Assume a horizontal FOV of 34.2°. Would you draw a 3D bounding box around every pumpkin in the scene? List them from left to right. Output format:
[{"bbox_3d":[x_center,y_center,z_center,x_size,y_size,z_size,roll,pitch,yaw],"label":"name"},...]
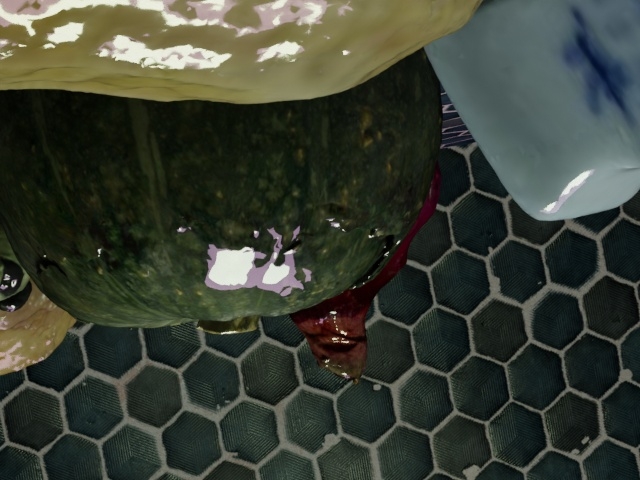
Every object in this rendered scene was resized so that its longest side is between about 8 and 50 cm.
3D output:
[{"bbox_3d":[-0.076,-0.066,0.695,0.291,0.258,0.327,-7,175,-9],"label":"pumpkin"}]

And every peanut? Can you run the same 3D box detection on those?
[{"bbox_3d":[-0.083,-0.127,0.365,0.339,0.158,0.174,-5,-153,-30],"label":"peanut"}]

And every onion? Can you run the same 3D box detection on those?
[{"bbox_3d":[0.000,0.000,1.534,0.398,0.421,0.398,-19,-175,2],"label":"onion"}]

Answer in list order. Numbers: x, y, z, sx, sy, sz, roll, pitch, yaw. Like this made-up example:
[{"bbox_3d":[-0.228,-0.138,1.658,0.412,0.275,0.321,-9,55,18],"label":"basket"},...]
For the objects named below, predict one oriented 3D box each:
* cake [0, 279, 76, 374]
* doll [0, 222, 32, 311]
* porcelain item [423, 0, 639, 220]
[{"bbox_3d":[-0.509,-0.001,1.514,0.332,0.332,0.321,-10,142,-17],"label":"cake"},{"bbox_3d":[-0.352,-0.041,1.024,0.135,0.234,0.143,-47,157,28],"label":"doll"},{"bbox_3d":[0.237,-0.143,0.476,0.178,0.243,0.405,-38,-171,-35],"label":"porcelain item"}]
